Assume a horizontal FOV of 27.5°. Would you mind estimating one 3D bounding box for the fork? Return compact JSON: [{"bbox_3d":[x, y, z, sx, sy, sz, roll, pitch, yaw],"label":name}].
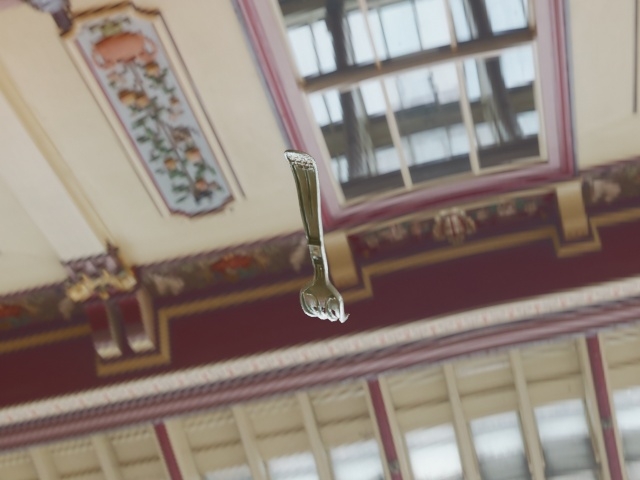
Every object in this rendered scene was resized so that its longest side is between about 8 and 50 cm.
[{"bbox_3d":[-0.003,0.005,0.941,0.034,0.219,0.028,17,-120,18],"label":"fork"}]
